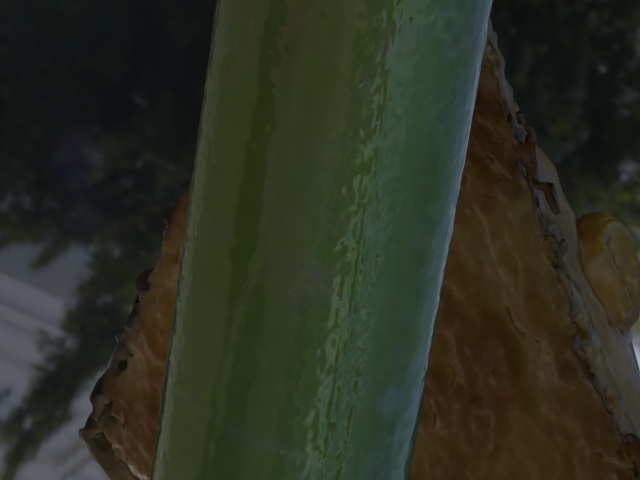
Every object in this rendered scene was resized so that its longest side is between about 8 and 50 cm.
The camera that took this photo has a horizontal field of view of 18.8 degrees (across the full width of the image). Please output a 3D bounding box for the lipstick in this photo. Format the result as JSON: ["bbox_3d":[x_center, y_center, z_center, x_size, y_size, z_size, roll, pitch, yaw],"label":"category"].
[{"bbox_3d":[0.000,0.000,0.527,0.076,0.076,0.304,-130,-133,-63],"label":"lipstick"}]

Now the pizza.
[{"bbox_3d":[0.030,0.102,0.891,0.392,0.080,0.434,-25,-93,50],"label":"pizza"}]
